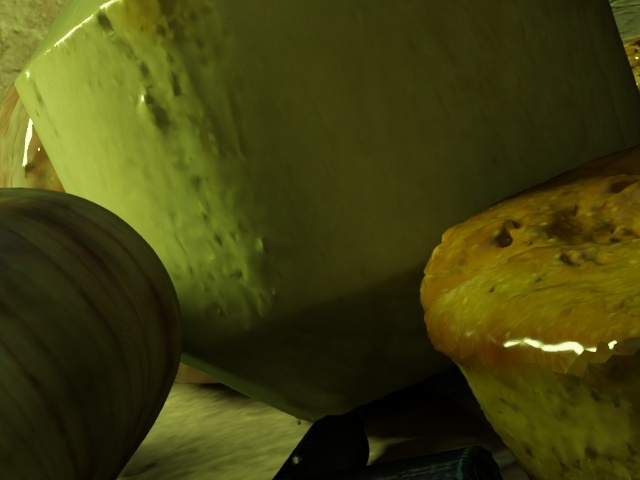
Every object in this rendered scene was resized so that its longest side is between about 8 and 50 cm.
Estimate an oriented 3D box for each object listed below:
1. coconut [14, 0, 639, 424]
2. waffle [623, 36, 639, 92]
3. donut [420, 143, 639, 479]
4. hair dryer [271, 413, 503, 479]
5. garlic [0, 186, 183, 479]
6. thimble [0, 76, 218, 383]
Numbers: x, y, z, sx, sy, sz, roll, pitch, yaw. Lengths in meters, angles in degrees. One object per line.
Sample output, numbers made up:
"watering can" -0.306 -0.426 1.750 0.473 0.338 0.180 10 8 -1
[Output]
"coconut" 0.008 -0.077 0.864 0.323 0.323 0.323 -18 9 3
"waffle" 0.278 -0.111 1.265 0.213 0.091 0.308 -11 11 41
"donut" 0.184 0.019 0.614 0.303 0.110 0.303 -19 11 4
"hair dryer" 0.014 0.096 0.702 0.173 0.050 0.195 -13 7 26
"garlic" -0.193 0.045 0.711 0.245 0.253 0.245 -38 11 8
"thimble" -0.085 -0.029 1.069 0.239 0.239 0.162 -22 11 -23
